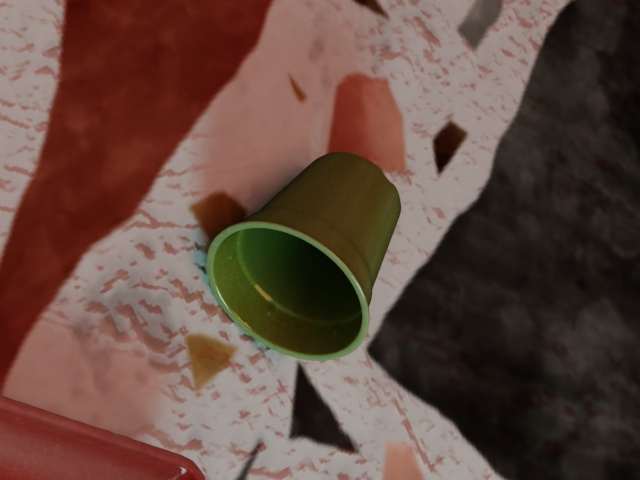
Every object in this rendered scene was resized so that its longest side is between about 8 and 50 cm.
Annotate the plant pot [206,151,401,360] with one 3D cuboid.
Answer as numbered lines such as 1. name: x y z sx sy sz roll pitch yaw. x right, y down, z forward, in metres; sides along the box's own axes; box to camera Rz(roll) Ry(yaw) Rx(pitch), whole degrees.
1. plant pot: 0.000 0.000 0.850 0.083 0.083 0.079 54 44 -22

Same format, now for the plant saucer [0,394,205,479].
1. plant saucer: -0.154 0.174 0.675 0.259 0.048 0.258 24 47 -36
